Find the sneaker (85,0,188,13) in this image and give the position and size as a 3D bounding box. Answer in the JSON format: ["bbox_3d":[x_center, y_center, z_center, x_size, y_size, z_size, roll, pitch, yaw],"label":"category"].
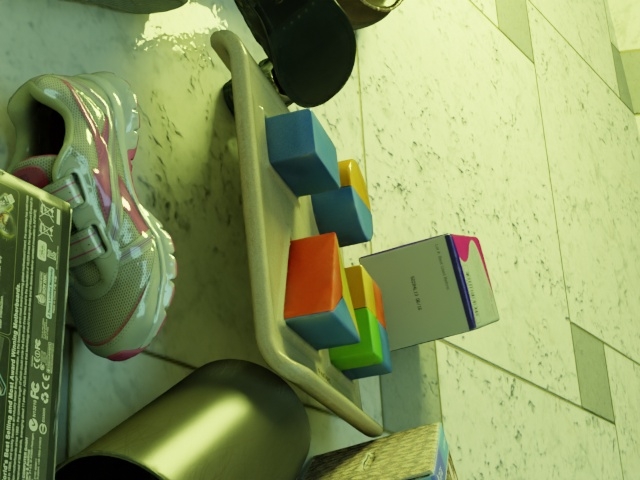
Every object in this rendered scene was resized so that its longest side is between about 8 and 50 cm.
[{"bbox_3d":[-0.210,-0.298,1.063,0.256,0.094,0.151,-1,82,-69],"label":"sneaker"}]

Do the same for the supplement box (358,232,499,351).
[{"bbox_3d":[0.133,0.059,1.389,0.220,0.114,0.111,4,71,-73],"label":"supplement box"}]

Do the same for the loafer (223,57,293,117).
[{"bbox_3d":[-0.042,-0.176,1.316,0.062,0.061,0.170,64,30,-12],"label":"loafer"}]

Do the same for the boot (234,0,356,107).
[{"bbox_3d":[-0.075,-0.279,1.215,0.229,0.091,0.263,49,-8,44],"label":"boot"}]

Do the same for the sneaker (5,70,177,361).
[{"bbox_3d":[-0.199,-0.024,0.952,0.111,0.103,0.252,7,62,-56],"label":"sneaker"}]

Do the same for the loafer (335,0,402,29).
[{"bbox_3d":[0.023,-0.349,1.443,0.366,0.130,0.134,0,76,-59],"label":"loafer"}]

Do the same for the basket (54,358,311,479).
[{"bbox_3d":[-0.103,0.198,0.938,0.227,0.154,0.204,-49,140,-61],"label":"basket"}]

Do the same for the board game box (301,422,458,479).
[{"bbox_3d":[0.084,0.345,1.108,0.232,0.141,0.291,-19,92,-82],"label":"board game box"}]

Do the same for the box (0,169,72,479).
[{"bbox_3d":[-0.297,0.110,0.711,0.318,0.097,0.395,31,51,-53],"label":"box"}]

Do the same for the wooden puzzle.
[{"bbox_3d":[0.000,0.000,1.163,0.322,0.080,0.348,49,27,-65],"label":"wooden puzzle"}]
